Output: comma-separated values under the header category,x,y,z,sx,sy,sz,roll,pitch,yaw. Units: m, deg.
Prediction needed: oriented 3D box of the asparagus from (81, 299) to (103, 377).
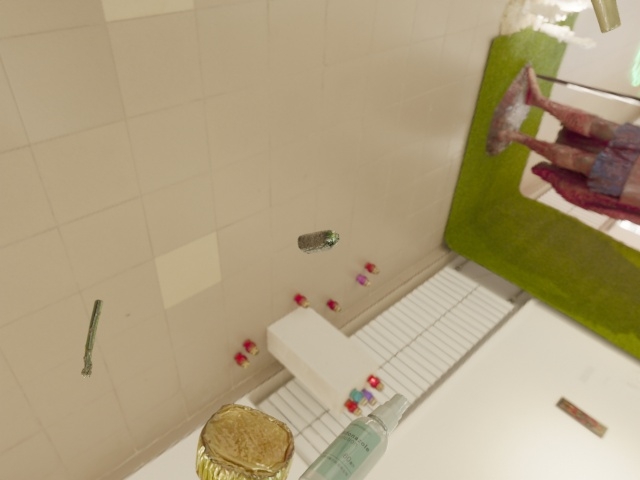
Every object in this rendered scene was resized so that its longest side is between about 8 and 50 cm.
category,x,y,z,sx,sy,sz,roll,pitch,yaw
asparagus,-0.356,0.152,0.761,0.018,0.127,0.015,-3,147,-5

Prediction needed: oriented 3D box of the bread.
category,x,y,z,sx,sy,sz,roll,pitch,yaw
bread,-0.199,0.566,1.300,0.143,0.253,0.227,-69,170,24

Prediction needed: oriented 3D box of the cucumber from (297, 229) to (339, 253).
category,x,y,z,sx,sy,sz,roll,pitch,yaw
cucumber,0.000,0.000,1.181,0.058,0.214,0.052,25,78,-16

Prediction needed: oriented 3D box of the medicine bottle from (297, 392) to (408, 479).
category,x,y,z,sx,sy,sz,roll,pitch,yaw
medicine bottle,0.099,0.494,1.177,0.351,0.110,0.110,-33,141,-39

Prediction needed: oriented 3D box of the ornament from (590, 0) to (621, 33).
category,x,y,z,sx,sy,sz,roll,pitch,yaw
ornament,0.340,-0.379,0.585,0.230,0.061,0.245,-24,98,2
